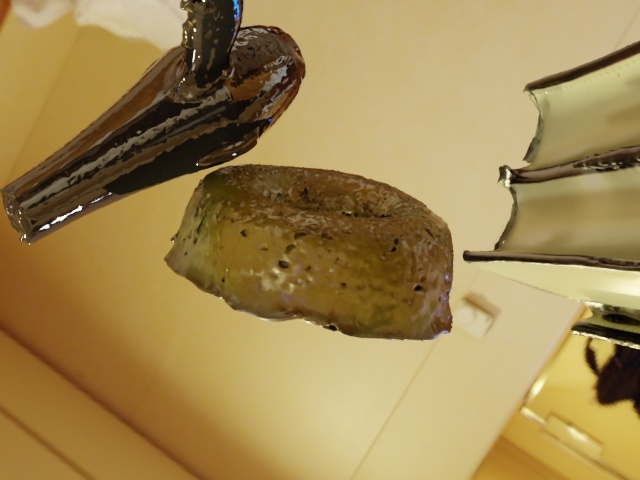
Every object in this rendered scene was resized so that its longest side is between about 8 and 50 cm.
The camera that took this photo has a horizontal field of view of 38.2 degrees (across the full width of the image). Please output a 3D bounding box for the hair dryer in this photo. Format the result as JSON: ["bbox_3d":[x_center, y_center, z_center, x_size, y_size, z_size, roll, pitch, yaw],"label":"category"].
[{"bbox_3d":[-0.114,-0.162,0.697,0.303,0.359,0.120,-33,-110,-30],"label":"hair dryer"}]

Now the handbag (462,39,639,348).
[{"bbox_3d":[0.247,0.000,0.503,0.236,0.160,0.358,18,178,-7],"label":"handbag"}]

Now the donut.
[{"bbox_3d":[0.000,0.000,0.830,0.271,0.107,0.272,12,-168,-3],"label":"donut"}]
